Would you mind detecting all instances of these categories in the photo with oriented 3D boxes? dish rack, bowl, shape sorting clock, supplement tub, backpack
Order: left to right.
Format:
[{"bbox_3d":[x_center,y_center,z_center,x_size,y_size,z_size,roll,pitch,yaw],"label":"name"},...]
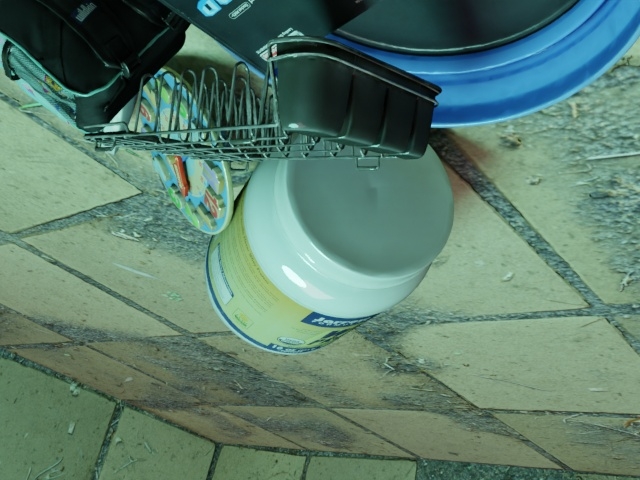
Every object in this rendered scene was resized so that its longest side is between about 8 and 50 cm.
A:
[{"bbox_3d":[-0.234,-0.207,0.705,0.188,0.166,0.144,38,158,-7],"label":"backpack"},{"bbox_3d":[-0.162,-0.102,0.899,0.206,0.040,0.206,36,142,35],"label":"shape sorting clock"},{"bbox_3d":[-0.056,-0.104,0.663,0.271,0.074,0.208,2,178,34],"label":"dish rack"},{"bbox_3d":[0.000,0.000,0.927,0.228,0.228,0.316,21,155,-13],"label":"supplement tub"},{"bbox_3d":[0.060,-0.233,0.594,0.391,0.077,0.391,13,154,6],"label":"bowl"}]

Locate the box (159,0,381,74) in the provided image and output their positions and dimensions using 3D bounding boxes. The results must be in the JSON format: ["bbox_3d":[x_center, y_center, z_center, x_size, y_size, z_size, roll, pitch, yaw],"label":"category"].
[{"bbox_3d":[-0.038,-0.217,0.529,0.175,0.051,0.220,31,151,-30],"label":"box"}]

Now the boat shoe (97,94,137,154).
[{"bbox_3d":[-0.252,-0.182,0.883,0.070,0.078,0.219,17,147,-6],"label":"boat shoe"}]
